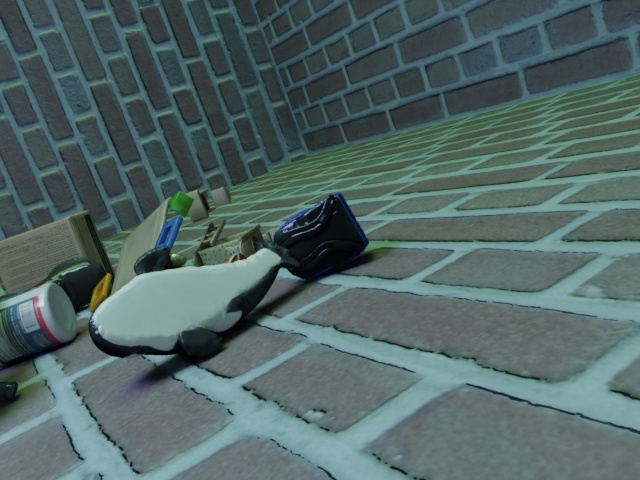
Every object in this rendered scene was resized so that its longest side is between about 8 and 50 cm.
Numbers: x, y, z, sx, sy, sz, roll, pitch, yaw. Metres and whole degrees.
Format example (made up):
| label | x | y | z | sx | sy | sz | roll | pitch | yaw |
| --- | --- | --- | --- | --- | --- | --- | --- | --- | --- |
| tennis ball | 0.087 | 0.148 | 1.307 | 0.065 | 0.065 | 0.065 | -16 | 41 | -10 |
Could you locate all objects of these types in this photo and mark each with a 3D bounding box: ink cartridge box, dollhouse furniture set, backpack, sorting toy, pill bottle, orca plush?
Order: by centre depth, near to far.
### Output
| label | x | y | z | sx | sy | sz | roll | pitch | yaw |
| --- | --- | --- | --- | --- | --- | --- | --- | --- | --- |
| orca plush | -0.165 | 0.079 | 0.805 | 0.287 | 0.151 | 0.102 | -43 | -9 | -46 |
| backpack | 0.000 | 0.000 | 0.913 | 0.120 | 0.098 | 0.101 | -31 | -2 | 10 |
| pill bottle | -0.521 | 0.150 | 1.068 | 0.180 | 0.108 | 0.108 | -20 | 11 | -1 |
| dollhouse furniture set | -0.157 | -0.034 | 1.166 | 0.182 | 0.160 | 0.101 | -17 | 12 | 22 |
| sorting toy | -0.337 | 0.035 | 1.199 | 0.348 | 0.047 | 0.196 | -34 | 38 | 38 |
| ink cartridge box | -0.603 | 0.058 | 1.430 | 0.235 | 0.193 | 0.088 | -16 | 10 | 16 |

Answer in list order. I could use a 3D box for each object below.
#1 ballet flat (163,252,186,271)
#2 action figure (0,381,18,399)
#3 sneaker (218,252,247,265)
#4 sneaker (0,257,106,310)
| label | x | y | z | sx | sy | sz | roll | pitch | yaw |
| --- | --- | --- | --- | --- | --- | --- | --- | --- | --- |
| ballet flat | -0.366 | 0.063 | 1.411 | 0.173 | 0.057 | 0.049 | -15 | 53 | 30 |
| action figure | -0.573 | 0.099 | 0.822 | 0.341 | 0.178 | 0.330 | 15 | 0 | -35 |
| sneaker | -0.158 | 0.075 | 0.958 | 0.067 | 0.064 | 0.175 | -37 | -1 | 23 |
| sneaker | -0.571 | 0.136 | 1.292 | 0.286 | 0.109 | 0.130 | -30 | 18 | -1 |
